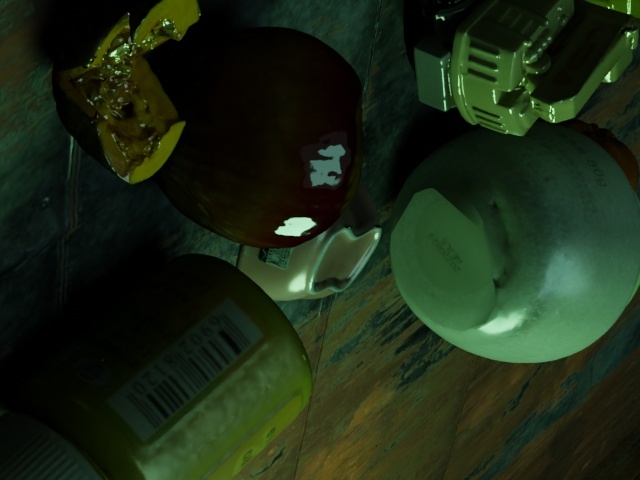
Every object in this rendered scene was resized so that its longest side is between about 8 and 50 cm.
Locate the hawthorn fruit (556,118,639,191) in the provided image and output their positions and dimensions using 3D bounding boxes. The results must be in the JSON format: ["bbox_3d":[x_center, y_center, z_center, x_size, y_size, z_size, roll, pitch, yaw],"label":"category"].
[{"bbox_3d":[0.376,-0.091,2.632,0.189,0.189,0.189,-42,153,-28],"label":"hawthorn fruit"}]

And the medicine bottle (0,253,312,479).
[{"bbox_3d":[-0.207,0.205,1.833,0.384,0.224,0.224,-42,153,-30],"label":"medicine bottle"}]

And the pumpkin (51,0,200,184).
[{"bbox_3d":[-0.180,-0.153,1.566,0.119,0.108,0.183,-26,137,-53],"label":"pumpkin"}]

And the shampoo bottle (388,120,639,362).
[{"bbox_3d":[0.260,0.001,2.332,0.317,0.322,0.322,4,118,-56],"label":"shampoo bottle"}]

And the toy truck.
[{"bbox_3d":[0.282,-0.295,2.091,0.405,0.254,0.180,-46,150,-28],"label":"toy truck"}]

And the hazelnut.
[{"bbox_3d":[-0.065,-0.095,1.762,0.217,0.217,0.251,-42,177,-29],"label":"hazelnut"}]

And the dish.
[{"bbox_3d":[0.000,0.000,2.125,0.213,0.090,0.213,-42,153,-27],"label":"dish"}]
